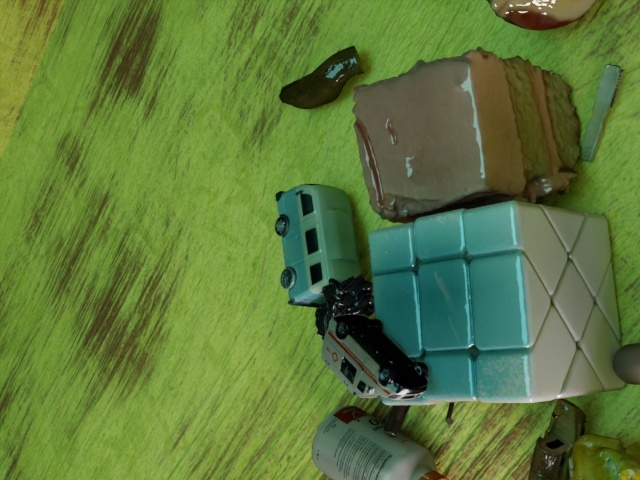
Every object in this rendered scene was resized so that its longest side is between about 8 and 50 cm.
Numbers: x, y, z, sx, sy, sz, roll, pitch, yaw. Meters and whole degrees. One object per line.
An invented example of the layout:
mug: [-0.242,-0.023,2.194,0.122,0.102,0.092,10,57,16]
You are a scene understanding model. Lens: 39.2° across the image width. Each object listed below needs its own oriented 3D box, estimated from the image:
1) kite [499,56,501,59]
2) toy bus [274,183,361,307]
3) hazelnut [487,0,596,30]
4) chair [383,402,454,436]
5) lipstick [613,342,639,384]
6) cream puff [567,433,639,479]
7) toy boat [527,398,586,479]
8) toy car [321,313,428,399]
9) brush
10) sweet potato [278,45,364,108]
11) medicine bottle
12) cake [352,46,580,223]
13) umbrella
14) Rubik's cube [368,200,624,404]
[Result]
kite: [0.322,-0.327,1.819,0.122,0.004,0.090,-31,65,38]
toy bus: [0.000,0.000,2.008,0.164,0.133,0.272,-27,63,43]
hazelnut: [0.376,-0.496,1.610,0.241,0.261,0.261,-41,51,-8]
chair: [0.197,0.203,1.821,0.175,0.183,0.326,-23,26,42]
lipstick: [0.543,0.191,1.406,0.254,0.070,0.070,122,145,-80]
cream puff: [0.493,0.402,1.467,0.194,0.221,0.195,-5,63,11]
toy boat: [0.413,0.379,1.582,0.068,0.088,0.226,34,129,46]
toy car: [0.087,0.213,1.504,0.209,0.089,0.108,42,120,43]
brush: [0.504,-0.229,1.618,0.033,0.030,0.179,27,116,35]
sweet potato: [0.000,-0.364,2.100,0.285,0.085,0.112,-21,37,53]
medicine bottle: [0.128,0.461,1.833,0.288,0.157,0.157,23,102,43]
cake: [0.270,-0.174,1.646,0.314,0.306,0.293,-17,76,43]
umbrella: [0.043,0.167,1.928,0.122,0.110,0.272,37,153,8]
Rubik's cube: [0.307,0.120,1.575,0.315,0.318,0.322,-9,80,43]
